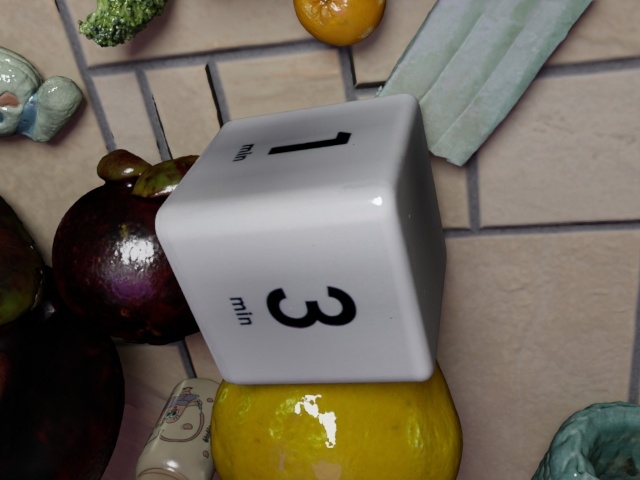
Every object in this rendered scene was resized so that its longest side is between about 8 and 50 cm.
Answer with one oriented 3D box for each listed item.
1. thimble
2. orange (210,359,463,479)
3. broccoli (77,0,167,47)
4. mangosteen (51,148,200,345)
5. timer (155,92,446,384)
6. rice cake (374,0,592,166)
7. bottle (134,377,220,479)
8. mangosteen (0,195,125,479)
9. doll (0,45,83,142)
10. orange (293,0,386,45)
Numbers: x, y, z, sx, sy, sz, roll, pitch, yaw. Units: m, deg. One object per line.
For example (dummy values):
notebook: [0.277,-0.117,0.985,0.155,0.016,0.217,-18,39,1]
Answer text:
thimble: [0.356,0.290,0.749,0.235,0.198,0.143,-6,125,-23]
orange: [0.019,0.196,0.724,0.279,0.279,0.235,9,90,7]
broccoli: [-0.183,-0.231,0.596,0.092,0.095,0.097,24,132,-19]
mangosteen: [-0.175,0.008,0.690,0.210,0.210,0.209,6,123,9]
timer: [0.000,0.000,0.598,0.195,0.194,0.192,-6,123,18]
rice cake: [0.139,-0.172,0.592,0.124,0.038,0.211,26,123,-4]
bottle: [-0.181,0.285,0.849,0.097,0.209,0.110,15,124,3]
mangosteen: [-0.421,0.151,0.724,0.381,0.381,0.421,-11,112,19]
doll: [-0.354,-0.157,0.691,0.214,0.071,0.103,9,136,-4]
orange: [0.017,-0.210,0.576,0.083,0.070,0.083,7,121,13]
